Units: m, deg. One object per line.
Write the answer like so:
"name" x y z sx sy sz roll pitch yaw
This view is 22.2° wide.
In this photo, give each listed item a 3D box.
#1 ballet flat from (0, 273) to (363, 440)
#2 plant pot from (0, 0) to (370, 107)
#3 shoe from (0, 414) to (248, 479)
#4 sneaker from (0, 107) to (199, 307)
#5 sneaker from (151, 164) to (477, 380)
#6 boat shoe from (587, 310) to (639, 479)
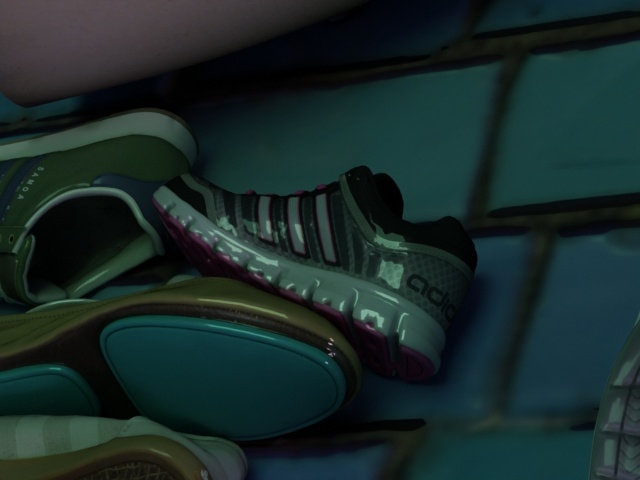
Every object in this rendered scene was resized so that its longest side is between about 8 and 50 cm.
"ballet flat" -0.084 0.046 0.715 0.232 0.080 0.073 -8 35 25
"plant pot" -0.032 -0.210 0.818 0.274 0.256 0.256 -6 47 7
"shoe" -0.131 0.114 0.694 0.219 0.077 0.058 -9 15 23
"sneaker" -0.152 -0.001 0.805 0.192 0.064 0.086 -18 39 13
"sneaker" 0.000 0.000 0.714 0.170 0.063 0.075 23 66 38
"boat shoe" 0.165 0.034 0.565 0.118 0.103 0.320 9 60 14
